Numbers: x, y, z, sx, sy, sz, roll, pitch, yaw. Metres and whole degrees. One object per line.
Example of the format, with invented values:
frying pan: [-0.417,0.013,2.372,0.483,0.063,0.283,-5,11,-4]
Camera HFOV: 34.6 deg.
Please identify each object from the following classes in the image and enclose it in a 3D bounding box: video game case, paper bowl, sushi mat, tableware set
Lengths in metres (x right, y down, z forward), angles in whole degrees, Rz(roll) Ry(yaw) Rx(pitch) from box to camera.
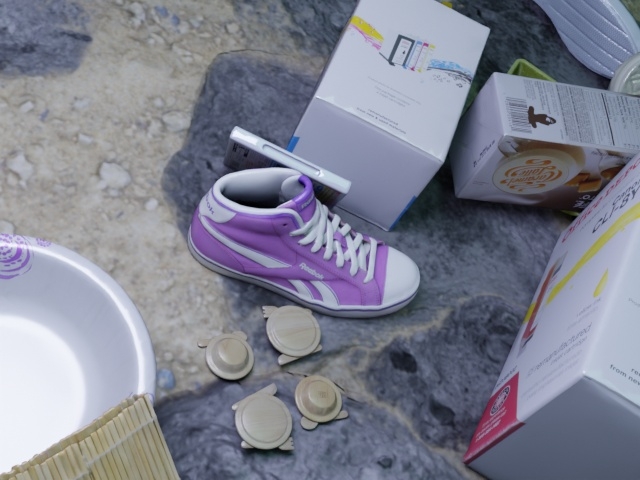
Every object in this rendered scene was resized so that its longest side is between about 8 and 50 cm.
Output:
video game case: [-0.042,-0.079,1.189,0.143,0.157,0.019,25,81,-5]
paper bowl: [-0.305,0.147,0.965,0.284,0.148,0.284,9,60,-15]
sushi mat: [-0.164,0.305,0.898,0.151,0.019,0.316,-28,110,-32]
tableware set: [-0.048,0.150,1.134,0.141,0.020,0.168,-12,65,-28]

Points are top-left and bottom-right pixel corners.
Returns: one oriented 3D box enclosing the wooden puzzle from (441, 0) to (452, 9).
wooden puzzle: [0.139,-0.322,1.476,0.116,0.014,0.078,5,56,-18]

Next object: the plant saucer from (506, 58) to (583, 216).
plant saucer: [0.304,-0.134,1.408,0.188,0.045,0.188,35,56,1]

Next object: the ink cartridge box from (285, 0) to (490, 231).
ink cartridge box: [0.078,-0.173,1.272,0.168,0.171,0.232,26,56,-4]

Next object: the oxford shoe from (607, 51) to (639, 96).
oxford shoe: [0.592,-0.131,1.456,0.449,0.169,0.130,31,13,-10]

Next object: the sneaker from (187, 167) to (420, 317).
sneaker: [0.000,0.001,1.153,0.282,0.161,0.102,13,57,-14]

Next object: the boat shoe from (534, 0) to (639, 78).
boat shoe: [0.391,-0.367,1.538,0.094,0.109,0.302,-28,72,-34]

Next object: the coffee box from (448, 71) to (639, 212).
coffee box: [0.302,-0.115,1.285,0.246,0.141,0.098,6,60,-18]

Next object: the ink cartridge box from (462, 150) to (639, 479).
ink cartridge box: [0.343,0.093,1.154,0.160,0.279,0.384,32,55,1]
